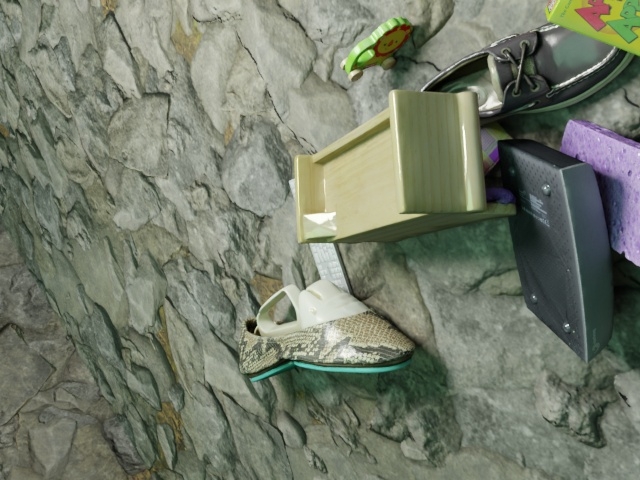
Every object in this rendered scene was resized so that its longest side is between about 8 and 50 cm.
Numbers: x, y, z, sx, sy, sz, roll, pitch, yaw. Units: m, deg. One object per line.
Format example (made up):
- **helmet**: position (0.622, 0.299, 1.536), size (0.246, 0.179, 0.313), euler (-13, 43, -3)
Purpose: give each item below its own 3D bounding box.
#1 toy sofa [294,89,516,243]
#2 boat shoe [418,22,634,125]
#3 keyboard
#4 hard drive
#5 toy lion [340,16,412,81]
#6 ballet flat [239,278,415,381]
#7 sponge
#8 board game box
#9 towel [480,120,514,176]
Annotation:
- **toy sofa**: position (0.102, -0.086, 0.891), size (0.362, 0.177, 0.150), euler (163, 104, -67)
- **boat shoe**: position (0.242, -0.205, 0.784), size (0.285, 0.092, 0.103), euler (-11, 93, 48)
- **keyboard**: position (0.000, 0.000, 1.189), size (0.072, 0.014, 0.256), euler (-15, 94, 49)
- **hard drive**: position (0.292, 0.004, 0.772), size (0.172, 0.054, 0.255), euler (-117, 9, -67)
- **toy lion**: position (0.087, -0.287, 0.919), size (0.034, 0.100, 0.096), euler (59, 157, 14)
- **ballet flat**: position (-0.027, 0.170, 1.191), size (0.483, 0.164, 0.182), euler (-20, 82, 52)
- **sponge**: position (0.340, -0.057, 0.713), size (0.210, 0.031, 0.117), euler (-117, 28, -62)
- **board game box**: position (0.338, -0.241, 0.637), size (0.181, 0.043, 0.092), euler (21, 128, -1)
- **towel**: position (0.234, -0.133, 0.889), size (0.060, 0.009, 0.083), euler (53, 136, 19)
